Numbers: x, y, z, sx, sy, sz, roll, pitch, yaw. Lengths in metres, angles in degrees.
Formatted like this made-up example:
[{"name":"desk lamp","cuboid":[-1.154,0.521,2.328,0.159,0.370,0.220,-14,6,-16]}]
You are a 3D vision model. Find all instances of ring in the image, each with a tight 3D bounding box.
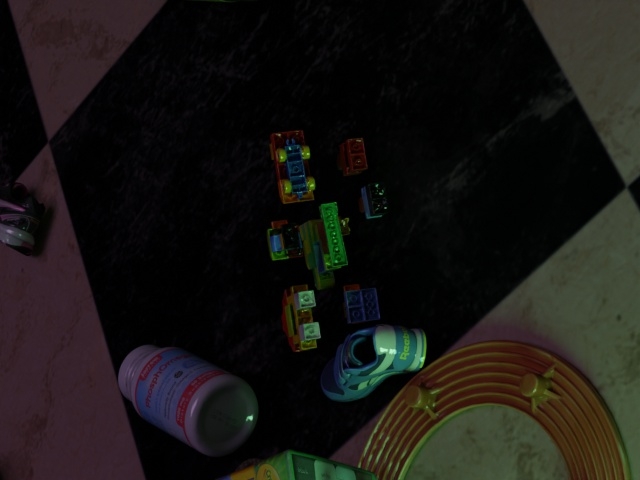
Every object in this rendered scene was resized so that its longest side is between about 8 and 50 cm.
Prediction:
[{"name":"ring","cuboid":[0.132,0.250,1.544,0.337,0.032,0.336,-18,64,43]}]

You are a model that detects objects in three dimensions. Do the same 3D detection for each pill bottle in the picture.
[{"name":"pill bottle","cuboid":[-0.143,0.162,1.838,0.160,0.087,0.087,20,92,49]}]

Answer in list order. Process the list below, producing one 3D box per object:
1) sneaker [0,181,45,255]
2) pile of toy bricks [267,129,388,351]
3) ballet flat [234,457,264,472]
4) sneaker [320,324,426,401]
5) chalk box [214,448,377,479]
[{"name":"sneaker","cuboid":[-0.402,-0.041,2.230,0.178,0.072,0.077,25,84,41]},{"name":"pile of toy bricks","cuboid":[0.000,0.000,1.744,0.105,0.118,0.212,153,109,-73]},{"name":"ballet flat","cuboid":[-0.050,0.325,1.698,0.084,0.058,0.249,-34,53,37]},{"name":"sneaker","cuboid":[0.038,0.113,1.672,0.144,0.059,0.053,-34,54,46]},{"name":"chalk box","cuboid":[-0.023,0.275,1.572,0.213,0.132,0.132,-25,59,33]}]
